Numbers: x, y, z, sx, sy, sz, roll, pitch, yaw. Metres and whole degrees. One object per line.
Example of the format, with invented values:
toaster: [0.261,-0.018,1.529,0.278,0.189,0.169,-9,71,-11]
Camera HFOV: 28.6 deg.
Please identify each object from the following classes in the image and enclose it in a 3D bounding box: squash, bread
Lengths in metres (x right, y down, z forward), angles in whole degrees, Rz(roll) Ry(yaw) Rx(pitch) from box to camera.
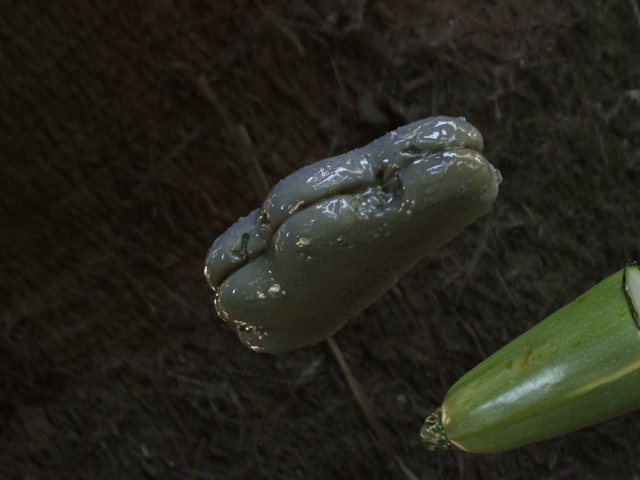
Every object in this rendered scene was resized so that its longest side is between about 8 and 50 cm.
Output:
squash: [0.153,0.103,0.880,0.224,0.094,0.094,-33,42,33]
bread: [0.004,0.004,1.143,0.337,0.183,0.102,-41,67,39]
